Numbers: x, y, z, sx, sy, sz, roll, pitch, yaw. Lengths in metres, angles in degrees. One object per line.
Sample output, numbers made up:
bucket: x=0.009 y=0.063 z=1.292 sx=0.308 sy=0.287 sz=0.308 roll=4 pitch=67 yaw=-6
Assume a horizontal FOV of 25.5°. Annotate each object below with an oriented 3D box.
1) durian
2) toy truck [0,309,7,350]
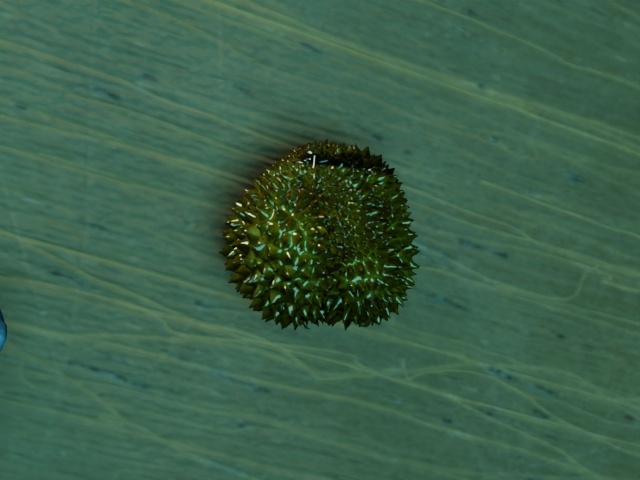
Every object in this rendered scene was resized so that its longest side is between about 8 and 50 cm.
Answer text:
durian: x=0.000 y=0.000 z=1.121 sx=0.158 sy=0.137 sz=0.168 roll=-21 pitch=118 yaw=-33
toy truck: x=-0.369 y=0.193 z=1.038 sx=0.161 sy=0.162 sz=0.385 roll=25 pitch=96 yaw=-21
